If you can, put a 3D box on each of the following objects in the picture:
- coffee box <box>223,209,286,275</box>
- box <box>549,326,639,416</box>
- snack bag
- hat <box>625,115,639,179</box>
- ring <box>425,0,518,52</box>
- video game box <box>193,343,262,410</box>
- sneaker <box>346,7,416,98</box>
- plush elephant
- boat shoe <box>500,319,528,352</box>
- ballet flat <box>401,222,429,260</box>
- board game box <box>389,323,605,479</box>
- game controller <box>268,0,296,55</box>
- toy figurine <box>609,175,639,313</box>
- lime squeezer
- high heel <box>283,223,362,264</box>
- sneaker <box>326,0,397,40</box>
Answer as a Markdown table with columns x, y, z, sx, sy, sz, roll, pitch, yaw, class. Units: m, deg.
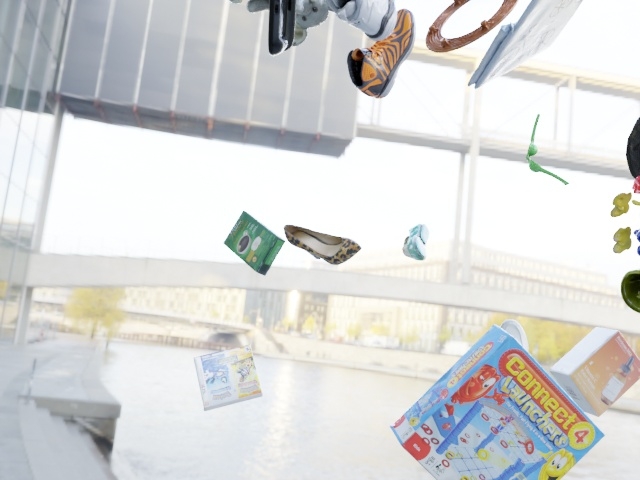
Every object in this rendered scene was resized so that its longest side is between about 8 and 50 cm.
| x | y | z | sx | sy | sz | roll | pitch | yaw | class |
| --- | --- | --- | --- | --- | --- | --- | --- | --- | --- |
| -0.178 | 0.004 | 1.804 | 0.040 | 0.113 | 0.184 | 28 | 4 | -44 | coffee box |
| 0.667 | 0.313 | 1.628 | 0.130 | 0.170 | 0.091 | 52 | -10 | -6 | box |
| 0.504 | -0.511 | 1.521 | 0.323 | 0.037 | 0.342 | -32 | -17 | -31 | snack bag |
| 0.968 | -0.214 | 1.756 | 0.134 | 0.331 | 0.331 | -29 | 0 | -16 | hat |
| 0.472 | -0.717 | 2.131 | 0.337 | 0.336 | 0.032 | -4 | -43 | 47 | ring |
| -0.319 | 0.469 | 2.328 | 0.205 | 0.187 | 0.048 | -12 | -27 | -13 | video game box |
| 0.205 | -0.654 | 2.309 | 0.180 | 0.321 | 0.124 | 12 | 10 | -42 | sneaker |
| -0.078 | -0.749 | 2.067 | 0.272 | 0.255 | 0.330 | -44 | -14 | 25 | plush elephant |
| 0.531 | 0.323 | 1.840 | 0.083 | 0.226 | 0.076 | -3 | -16 | 5 | boat shoe |
| 0.329 | 0.019 | 2.360 | 0.087 | 0.083 | 0.247 | -30 | 14 | 23 | ballet flat |
| 0.356 | 0.384 | 1.361 | 0.308 | 0.302 | 0.086 | 45 | 0 | -13 | board game box |
| -0.097 | -0.608 | 1.619 | 0.067 | 0.319 | 0.166 | 8 | 23 | 11 | game controller |
| 0.728 | -0.033 | 1.402 | 0.191 | 0.217 | 0.362 | 6 | -44 | 33 | toy figurine |
| 0.819 | -0.327 | 2.537 | 0.059 | 0.310 | 0.110 | 11 | -33 | -44 | lime squeezer |
| 0.000 | 0.000 | 2.226 | 0.186 | 0.093 | 0.261 | 38 | -27 | -31 | high heel |
| 0.119 | -0.789 | 1.999 | 0.137 | 0.365 | 0.210 | -7 | -6 | 44 | sneaker |
